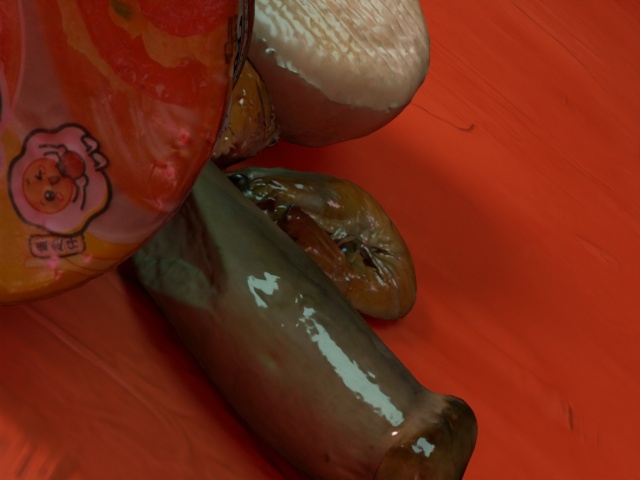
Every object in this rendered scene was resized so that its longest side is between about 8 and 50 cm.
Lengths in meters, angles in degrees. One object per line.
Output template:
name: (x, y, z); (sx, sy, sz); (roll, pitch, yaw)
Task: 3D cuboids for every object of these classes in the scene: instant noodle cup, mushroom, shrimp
instant noodle cup: (-0.153, -0.115, 0.763); (0.264, 0.264, 0.200); (41, 14, -3)
mushroom: (-0.041, 0.035, 0.863); (0.333, 0.087, 0.107); (46, 20, 16)
shrimp: (0.002, -0.001, 1.030); (0.217, 0.051, 0.115); (15, 38, -50)

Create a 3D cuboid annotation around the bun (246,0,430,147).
bun: (-0.048, -0.187, 1.146); (0.287, 0.146, 0.287); (27, 44, -29)

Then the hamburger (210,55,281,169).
hamburger: (-0.100, -0.098, 0.986); (0.176, 0.087, 0.102); (38, 23, -18)
